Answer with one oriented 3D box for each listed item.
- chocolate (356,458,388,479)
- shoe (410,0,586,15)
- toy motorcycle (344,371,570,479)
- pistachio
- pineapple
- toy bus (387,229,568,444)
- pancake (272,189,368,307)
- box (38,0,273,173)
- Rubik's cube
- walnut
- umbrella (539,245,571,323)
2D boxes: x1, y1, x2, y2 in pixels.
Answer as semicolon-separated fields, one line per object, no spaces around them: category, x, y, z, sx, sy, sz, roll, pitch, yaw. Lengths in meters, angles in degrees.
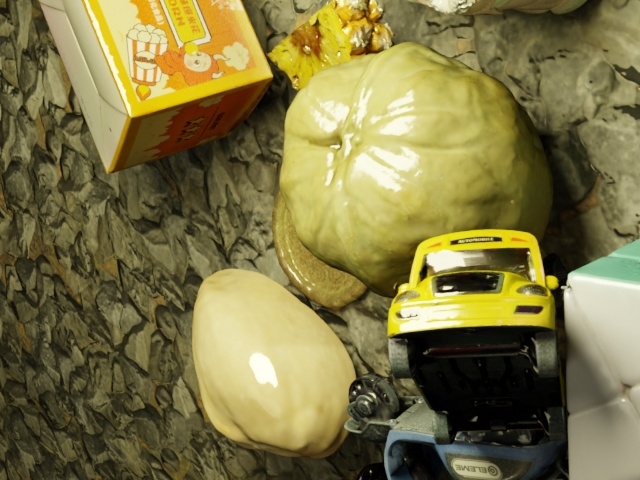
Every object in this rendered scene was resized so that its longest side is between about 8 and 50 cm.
chocolate;0.093;0.391;1.340;0.070;0.072;0.147;74;173;-74
shoe;0.105;-0.331;0.972;0.351;0.198;0.171;21;116;38
toy motorcycle;0.178;0.270;1.159;0.359;0.125;0.212;-3;106;42
pistachio;-0.076;0.177;1.348;0.318;0.214;0.193;57;178;24
pineapple;0.025;-0.216;1.143;0.135;0.079;0.233;51;164;-13
toy bus;0.159;0.095;0.906;0.145;0.331;0.151;-3;63;15
pancake;0.001;0.000;1.319;0.199;0.021;0.199;16;113;40
box;-0.230;-0.278;1.282;0.283;0.214;0.259;67;157;3
Rubik's cube;0.368;0.122;0.845;0.231;0.225;0.221;9;110;43
walnut;0.096;-0.070;1.015;0.282;0.277;0.253;-20;64;21
umbrella;0.277;0.065;1.052;0.037;0.040;0.144;-39;79;37
